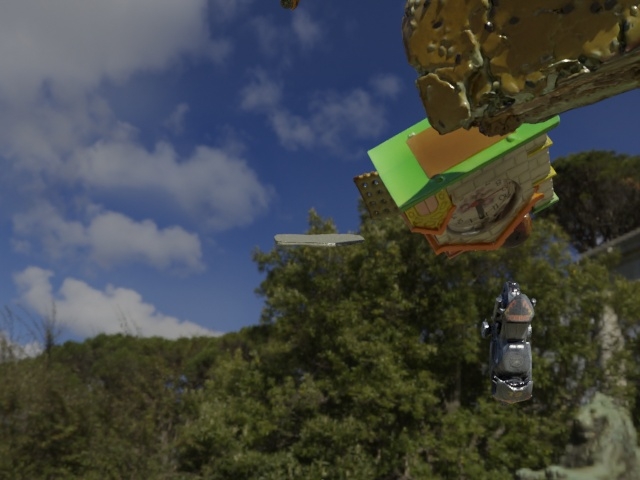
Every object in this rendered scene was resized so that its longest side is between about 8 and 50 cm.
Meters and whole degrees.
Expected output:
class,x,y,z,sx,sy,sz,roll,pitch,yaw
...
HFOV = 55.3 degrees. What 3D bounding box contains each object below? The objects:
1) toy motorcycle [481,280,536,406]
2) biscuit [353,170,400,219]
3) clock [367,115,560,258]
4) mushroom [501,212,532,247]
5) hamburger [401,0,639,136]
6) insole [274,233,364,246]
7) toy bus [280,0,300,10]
class,x,y,z,sx,sy,sz,roll,pitch,yaw
toy motorcycle,0.427,0.247,1.370,0.108,0.307,0.173,1,13,6
biscuit,0.175,-0.096,1.164,0.203,0.016,0.144,-10,-40,16
clock,0.220,-0.073,0.860,0.220,0.106,0.255,-29,-36,8
mushroom,0.471,-0.039,1.542,0.123,0.123,0.052,-16,-9,38
hamburger,0.207,-0.207,0.539,0.288,0.192,0.168,-21,0,38
insole,0.000,0.000,1.248,0.192,0.063,0.010,0,-69,-16
toy bus,-0.091,-0.583,1.321,0.074,0.069,0.162,-29,-53,26
